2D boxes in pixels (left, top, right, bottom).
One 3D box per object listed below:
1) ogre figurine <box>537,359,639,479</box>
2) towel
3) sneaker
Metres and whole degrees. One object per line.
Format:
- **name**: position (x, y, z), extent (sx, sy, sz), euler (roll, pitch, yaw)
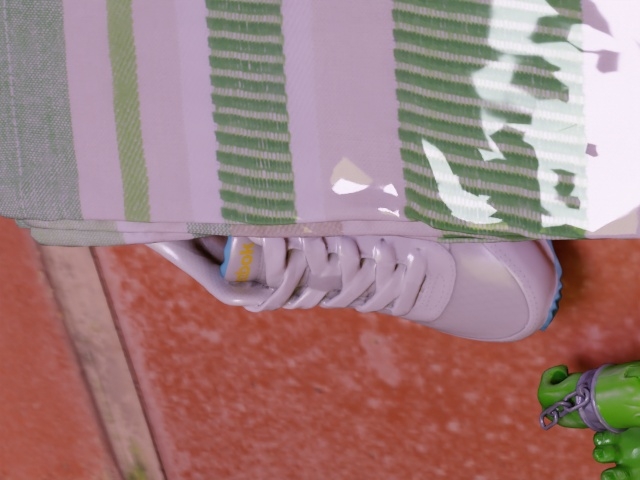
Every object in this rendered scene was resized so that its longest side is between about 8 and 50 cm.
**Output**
- **ogre figurine**: position (0.207, 0.097, 0.877), extent (0.197, 0.097, 0.118), euler (44, 150, 6)
- **towel**: position (-0.001, -0.117, 0.769), extent (0.325, 0.038, 0.248), euler (1, 100, 24)
- **sneaker**: position (0.000, 0.000, 0.881), extent (0.229, 0.092, 0.087), euler (21, 132, 7)
